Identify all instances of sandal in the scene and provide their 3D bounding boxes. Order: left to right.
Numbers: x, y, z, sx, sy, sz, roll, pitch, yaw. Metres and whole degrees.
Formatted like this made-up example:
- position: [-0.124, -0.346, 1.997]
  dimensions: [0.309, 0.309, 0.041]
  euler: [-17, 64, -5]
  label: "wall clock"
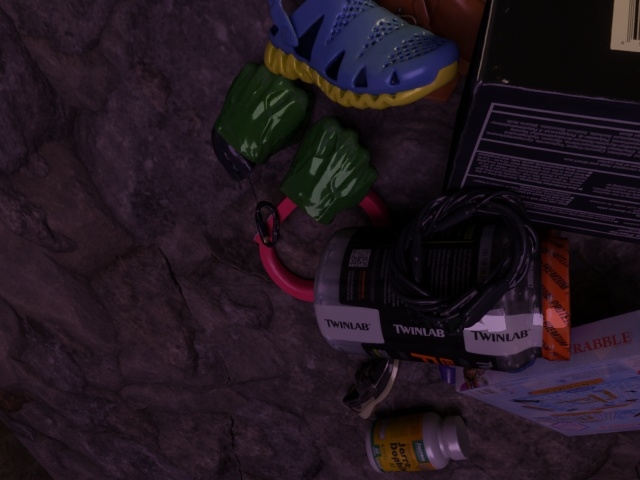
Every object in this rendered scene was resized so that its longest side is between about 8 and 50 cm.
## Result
- position: [0.029, -0.258, 0.582]
  dimensions: [0.317, 0.126, 0.138]
  euler: [31, 142, 36]
  label: "sandal"

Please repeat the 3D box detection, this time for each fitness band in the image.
- position: [0.000, 0.000, 0.881]
  dimensions: [0.209, 0.054, 0.291]
  euler: [37, 126, -10]
  label: "fitness band"

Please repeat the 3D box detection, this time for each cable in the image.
- position: [0.170, 0.013, 0.575]
  dimensions: [0.184, 0.047, 0.150]
  euler: [-52, 54, 11]
  label: "cable"

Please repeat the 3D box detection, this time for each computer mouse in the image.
- position: [-0.134, -0.098, 0.828]
  dimensions: [0.071, 0.041, 0.242]
  euler: [-20, 96, 34]
  label: "computer mouse"

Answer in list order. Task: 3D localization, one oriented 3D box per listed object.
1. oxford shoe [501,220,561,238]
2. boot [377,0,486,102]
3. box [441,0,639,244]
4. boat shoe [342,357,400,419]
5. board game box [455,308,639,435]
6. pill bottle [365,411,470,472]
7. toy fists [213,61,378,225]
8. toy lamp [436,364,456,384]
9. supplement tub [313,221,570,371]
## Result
- position: [0.348, 0.034, 0.779]
  dimensions: [0.098, 0.097, 0.271]
  euler: [-2, 119, -24]
  label: "oxford shoe"
- position: [0.101, -0.329, 0.622]
  dimensions: [0.283, 0.109, 0.220]
  euler: [24, 134, 2]
  label: "boot"
- position: [0.309, -0.141, 0.532]
  dimensions: [0.296, 0.183, 0.294]
  euler: [12, 163, 11]
  label: "box"
- position: [0.106, 0.309, 1.018]
  dimensions: [0.073, 0.080, 0.224]
  euler: [20, 129, -1]
  label: "boat shoe"
- position: [0.449, 0.235, 0.762]
  dimensions: [0.318, 0.066, 0.318]
  euler: [27, 144, -24]
  label: "board game box"
- position: [0.216, 0.448, 1.045]
  dimensions: [0.208, 0.117, 0.118]
  euler: [-19, 113, 27]
  label: "pill bottle"
- position: [-0.032, -0.161, 0.741]
  dimensions: [0.279, 0.096, 0.142]
  euler: [43, 116, 7]
  label: "toy fists"
- position: [0.255, 0.154, 0.877]
  dimensions: [0.080, 0.080, 0.275]
  euler: [6, 120, 15]
  label: "toy lamp"
- position: [0.178, 0.078, 0.694]
  dimensions: [0.338, 0.207, 0.207]
  euler: [-1, 121, 29]
  label: "supplement tub"
